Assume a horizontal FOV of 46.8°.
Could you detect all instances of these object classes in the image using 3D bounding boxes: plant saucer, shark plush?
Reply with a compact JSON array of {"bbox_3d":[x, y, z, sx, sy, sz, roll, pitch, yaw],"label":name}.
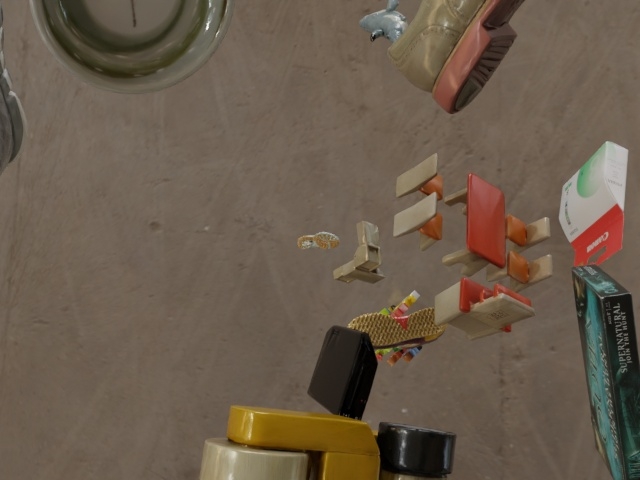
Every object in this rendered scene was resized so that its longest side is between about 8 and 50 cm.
[{"bbox_3d":[-0.363,-0.488,1.435,0.400,0.100,0.400,-17,129,-23],"label":"plant saucer"},{"bbox_3d":[0.111,-0.336,1.218,0.067,0.073,0.161,-14,47,-1],"label":"shark plush"}]

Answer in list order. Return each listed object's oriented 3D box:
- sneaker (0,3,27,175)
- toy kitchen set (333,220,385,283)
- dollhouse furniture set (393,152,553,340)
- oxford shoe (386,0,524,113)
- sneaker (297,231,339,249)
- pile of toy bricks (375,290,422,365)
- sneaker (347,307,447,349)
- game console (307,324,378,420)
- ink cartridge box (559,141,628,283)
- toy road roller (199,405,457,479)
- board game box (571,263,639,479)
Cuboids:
[{"bbox_3d":[-0.246,-0.096,0.459,0.086,0.229,0.132,-3,50,0],"label":"sneaker"},{"bbox_3d":[0.071,0.025,1.224,0.068,0.083,0.075,18,54,-37],"label":"toy kitchen set"},{"bbox_3d":[0.256,0.012,1.146,0.262,0.135,0.259,25,54,-26],"label":"dollhouse furniture set"},{"bbox_3d":[0.184,-0.315,0.794,0.130,0.348,0.123,38,24,18],"label":"oxford shoe"},{"bbox_3d":[0.000,0.000,1.380,0.037,0.083,0.032,-4,93,-65],"label":"sneaker"},{"bbox_3d":[0.149,0.204,1.519,0.118,0.212,0.105,46,53,5],"label":"pile of toy bricks"},{"bbox_3d":[0.137,0.173,1.350,0.185,0.084,0.070,-4,60,-5],"label":"sneaker"},{"bbox_3d":[0.001,0.314,1.177,0.044,0.213,0.361,19,83,-12],"label":"game console"},{"bbox_3d":[0.523,-0.052,1.438,0.056,0.181,0.225,20,62,-2],"label":"ink cartridge box"},{"bbox_3d":[-0.010,0.310,0.894,0.329,0.240,0.202,12,79,-26],"label":"toy road roller"},{"bbox_3d":[0.259,0.123,0.661,0.026,0.126,0.186,-9,98,9],"label":"board game box"}]
